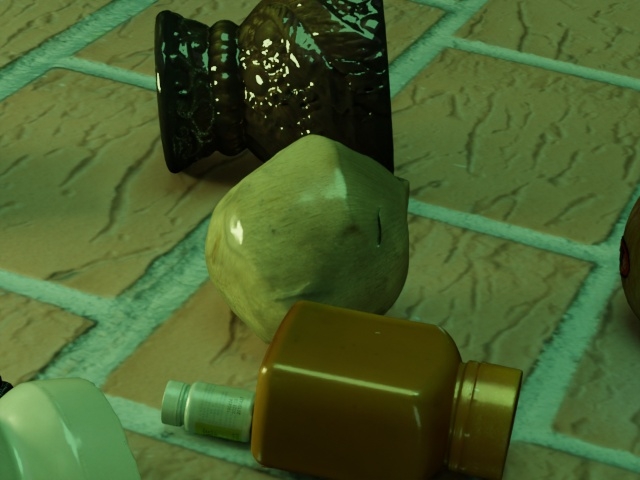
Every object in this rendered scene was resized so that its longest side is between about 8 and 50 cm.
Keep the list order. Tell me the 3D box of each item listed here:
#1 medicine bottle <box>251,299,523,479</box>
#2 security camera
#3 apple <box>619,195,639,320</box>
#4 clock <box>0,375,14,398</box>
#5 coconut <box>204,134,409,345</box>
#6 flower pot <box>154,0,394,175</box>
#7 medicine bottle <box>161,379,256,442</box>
[{"bbox_3d":[0.061,0.143,1.532,0.222,0.112,0.149,11,27,8],"label":"medicine bottle"},{"bbox_3d":[-0.264,0.208,1.250,0.236,0.195,0.194,-11,31,-27],"label":"security camera"},{"bbox_3d":[0.417,0.016,1.787,0.211,0.188,0.211,2,26,-1],"label":"apple"},{"bbox_3d":[-0.357,0.152,1.439,0.194,0.100,0.195,5,19,-3],"label":"clock"},{"bbox_3d":[0.000,0.000,1.717,0.224,0.224,0.224,5,27,-3],"label":"coconut"},{"bbox_3d":[-0.054,-0.181,2.021,0.267,0.267,0.266,-4,27,2],"label":"flower pot"},{"bbox_3d":[-0.099,0.153,1.550,0.083,0.047,0.047,9,27,6],"label":"medicine bottle"}]
